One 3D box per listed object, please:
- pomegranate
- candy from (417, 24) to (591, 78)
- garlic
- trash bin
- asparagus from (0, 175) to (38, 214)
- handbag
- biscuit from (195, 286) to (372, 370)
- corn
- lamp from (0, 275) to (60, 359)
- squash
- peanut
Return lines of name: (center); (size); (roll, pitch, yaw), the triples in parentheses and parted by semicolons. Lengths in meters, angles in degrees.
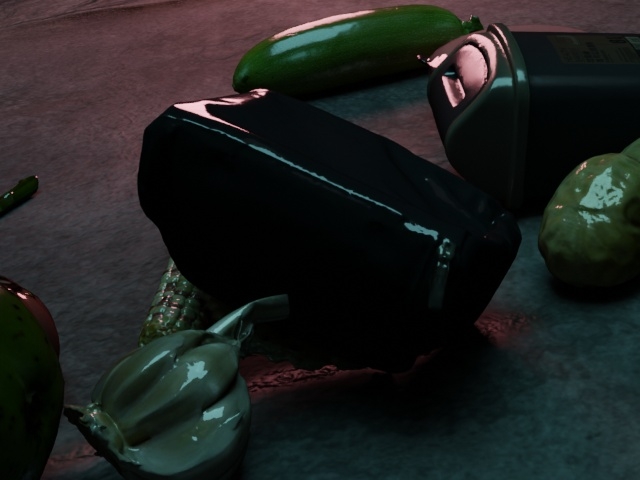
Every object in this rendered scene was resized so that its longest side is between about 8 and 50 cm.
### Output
pomegranate: (-0.312, 0.119, 0.802); (0.248, 0.214, 0.214); (-6, 26, 8)
candy: (0.257, -0.212, 1.496); (0.255, 0.094, 0.255); (-6, 26, 3)
garlic: (-0.090, 0.117, 0.876); (0.194, 0.127, 0.131); (-43, 4, -29)
trash bin: (0.273, -0.144, 1.271); (0.291, 0.182, 0.209); (-2, 28, -1)
asparagus: (-0.393, -0.052, 1.425); (0.025, 0.021, 0.108); (3, 28, 29)
handbag: (-0.001, 0.003, 0.960); (0.302, 0.177, 0.275); (25, 19, 11)
biscuit: (-0.041, 0.055, 1.041); (0.144, 0.016, 0.203); (-4, 38, -27)
corn: (-0.122, 0.048, 1.093); (0.080, 0.079, 0.237); (-2, 27, 11)
lamp: (-0.320, 0.091, 0.989); (0.182, 0.140, 0.182); (20, 1, 0)
squash: (0.058, -0.287, 1.690); (0.395, 0.107, 0.107); (-13, 27, -13)
peanut: (0.302, -0.038, 1.110); (0.236, 0.120, 0.110); (-37, 0, -36)
